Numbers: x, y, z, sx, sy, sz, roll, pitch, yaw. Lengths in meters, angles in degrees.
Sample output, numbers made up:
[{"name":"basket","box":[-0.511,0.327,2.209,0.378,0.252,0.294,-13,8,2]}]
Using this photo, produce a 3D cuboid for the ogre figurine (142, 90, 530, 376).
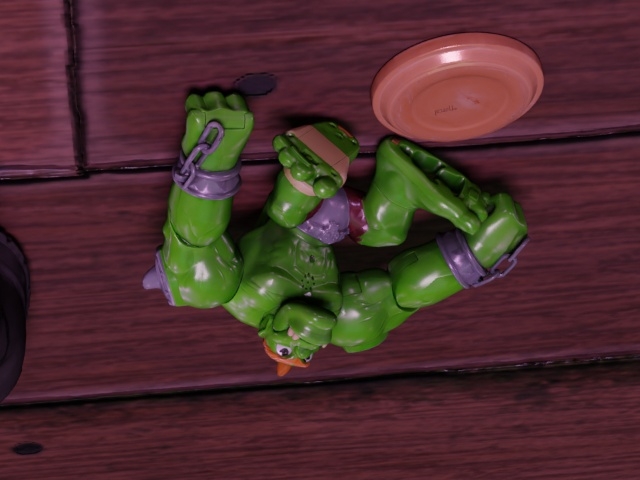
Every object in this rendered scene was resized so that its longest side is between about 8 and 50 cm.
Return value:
[{"name":"ogre figurine","box":[0.000,0.000,0.965,0.197,0.097,0.118,1,135,-46]}]

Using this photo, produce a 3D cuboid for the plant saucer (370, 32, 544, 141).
[{"name":"plant saucer","box":[0.066,-0.070,0.927,0.083,0.013,0.083,-5,151,-3]}]

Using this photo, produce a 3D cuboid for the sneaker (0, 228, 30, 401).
[{"name":"sneaker","box":[-0.201,0.034,0.933,0.109,0.130,0.286,-9,152,-1]}]
